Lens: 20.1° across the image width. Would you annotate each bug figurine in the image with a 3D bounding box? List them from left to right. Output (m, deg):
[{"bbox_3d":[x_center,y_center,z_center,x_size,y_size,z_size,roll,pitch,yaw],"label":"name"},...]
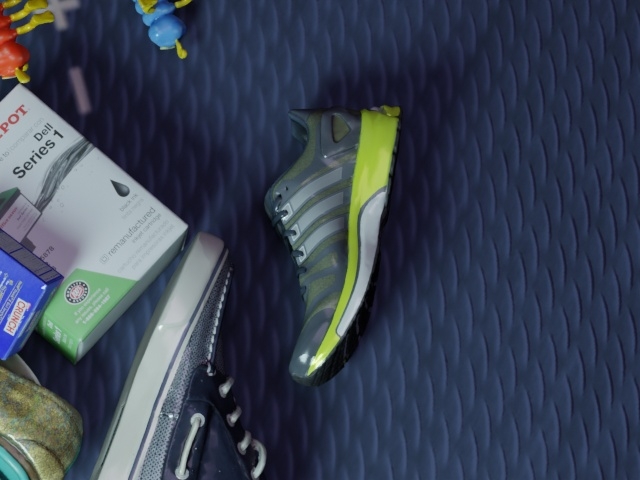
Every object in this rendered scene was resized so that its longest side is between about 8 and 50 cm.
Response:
[{"bbox_3d":[-0.257,-0.259,1.787,0.279,0.072,0.216,-15,75,-39],"label":"bug figurine"}]

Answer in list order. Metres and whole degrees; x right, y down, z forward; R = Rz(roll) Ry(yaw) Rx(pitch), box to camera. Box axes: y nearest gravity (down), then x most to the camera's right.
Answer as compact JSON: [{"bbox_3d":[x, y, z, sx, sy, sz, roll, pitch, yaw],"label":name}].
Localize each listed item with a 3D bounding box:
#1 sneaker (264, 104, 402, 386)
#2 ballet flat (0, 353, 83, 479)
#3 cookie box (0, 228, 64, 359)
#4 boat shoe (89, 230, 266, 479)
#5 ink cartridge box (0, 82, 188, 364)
[{"bbox_3d":[0.000,0.000,1.767,0.121,0.111,0.300,9,65,5],"label":"sneaker"},{"bbox_3d":[-0.365,0.104,1.669,0.348,0.123,0.123,37,71,4],"label":"ballet flat"},{"bbox_3d":[-0.301,0.040,1.642,0.107,0.040,0.092,37,112,8],"label":"cookie box"},{"bbox_3d":[-0.109,0.172,1.684,0.158,0.127,0.340,22,78,-8],"label":"boat shoe"},{"bbox_3d":[-0.261,-0.017,1.726,0.219,0.092,0.160,40,71,4],"label":"ink cartridge box"}]
